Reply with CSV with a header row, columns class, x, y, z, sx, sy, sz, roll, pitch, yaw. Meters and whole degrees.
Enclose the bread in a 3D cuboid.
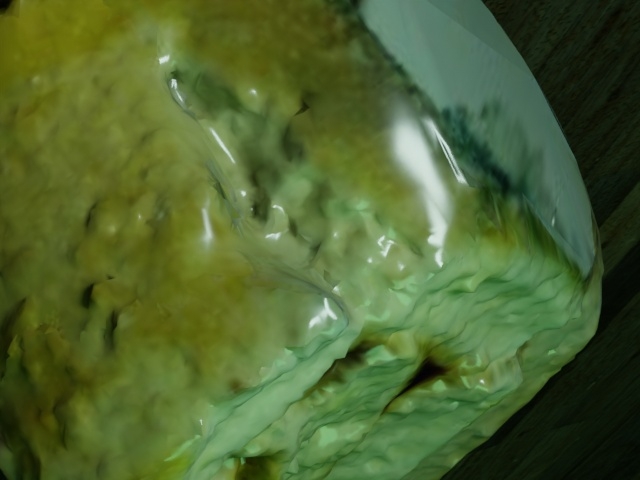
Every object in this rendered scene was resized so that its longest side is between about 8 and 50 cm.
class,x,y,z,sx,sy,sz,roll,pitch,yaw
bread,0.007,-0.001,0.989,0.264,0.239,0.395,-35,158,19
